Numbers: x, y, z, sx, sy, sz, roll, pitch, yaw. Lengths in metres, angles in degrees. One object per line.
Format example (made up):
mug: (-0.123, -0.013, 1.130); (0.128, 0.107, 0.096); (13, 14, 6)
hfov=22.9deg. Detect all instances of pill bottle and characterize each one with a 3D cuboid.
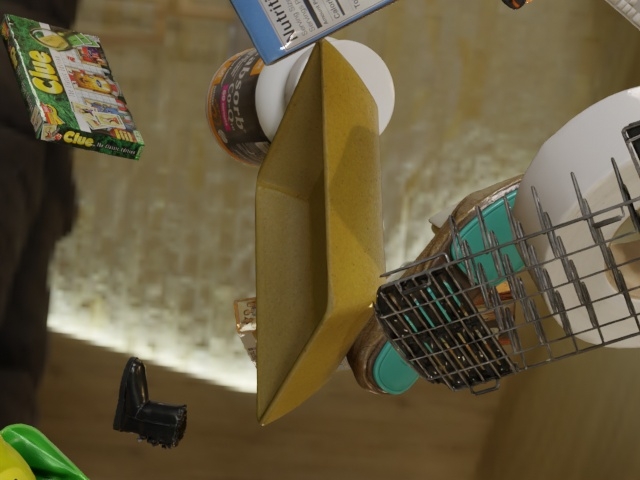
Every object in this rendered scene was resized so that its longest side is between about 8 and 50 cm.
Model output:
pill bottle: (-0.027, -0.173, 1.979); (0.278, 0.162, 0.162); (-179, -86, -66)

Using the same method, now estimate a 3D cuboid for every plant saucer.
plant saucer: (0.000, 0.000, 1.749); (0.333, 0.081, 0.332); (119, -27, -59)

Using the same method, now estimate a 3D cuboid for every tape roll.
tape roll: (0.348, -0.023, 1.647); (0.100, 0.286, 0.286); (-112, -154, -49)

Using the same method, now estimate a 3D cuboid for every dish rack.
dish rack: (0.180, 0.026, 1.237); (0.208, 0.271, 0.074); (54, 21, -49)

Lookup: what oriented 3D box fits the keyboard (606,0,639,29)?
keyboard: (0.376, -0.350, 2.032); (0.072, 0.256, 0.014); (-51, -143, 10)

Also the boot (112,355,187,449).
boot: (-0.237, 0.232, 2.240); (0.045, 0.099, 0.121); (-21, 124, -74)

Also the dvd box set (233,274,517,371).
dvd box set: (0.093, 0.128, 2.458); (0.307, 0.420, 0.062); (76, 6, -70)

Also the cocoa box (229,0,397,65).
cocoa box: (0.006, -0.309, 1.292); (0.231, 0.228, 0.347); (62, 7, -12)

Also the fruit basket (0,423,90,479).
fruit basket: (-0.351, 0.333, 1.605); (0.392, 0.283, 0.392); (-47, 171, -10)

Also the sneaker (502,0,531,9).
sneaker: (0.165, -0.325, 1.832); (0.124, 0.180, 0.321); (-50, -174, -25)

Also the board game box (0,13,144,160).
board game box: (-0.315, -0.195, 1.977); (0.030, 0.136, 0.259); (-63, -145, 29)

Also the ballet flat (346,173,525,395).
ballet flat: (0.148, 0.037, 1.890); (0.342, 0.116, 0.124); (-50, -147, -6)
